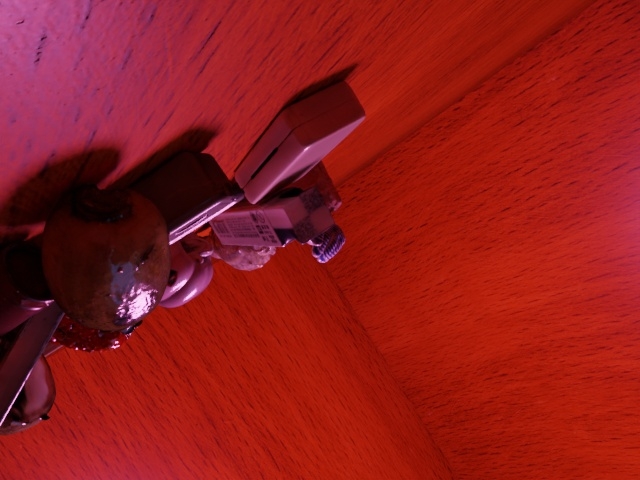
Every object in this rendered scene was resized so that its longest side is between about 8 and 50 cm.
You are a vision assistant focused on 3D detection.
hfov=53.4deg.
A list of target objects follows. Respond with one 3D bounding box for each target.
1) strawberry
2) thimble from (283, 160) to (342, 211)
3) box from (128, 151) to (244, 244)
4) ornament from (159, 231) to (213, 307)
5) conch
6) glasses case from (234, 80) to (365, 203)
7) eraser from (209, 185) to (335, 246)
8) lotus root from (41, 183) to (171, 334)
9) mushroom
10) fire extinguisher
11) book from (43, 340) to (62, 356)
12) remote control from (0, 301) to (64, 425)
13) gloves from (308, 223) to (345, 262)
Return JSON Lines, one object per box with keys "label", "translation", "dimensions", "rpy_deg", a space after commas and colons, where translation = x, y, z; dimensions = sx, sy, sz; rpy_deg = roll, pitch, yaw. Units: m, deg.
{"label": "strawberry", "translation": [-0.401, 0.113, 1.102], "dimensions": [0.184, 0.201, 0.187], "rpy_deg": [-49, 160, 3]}
{"label": "thimble", "translation": [-0.075, -0.106, 1.605], "dimensions": [0.239, 0.162, 0.239], "rpy_deg": [-29, 178, -1]}
{"label": "box", "translation": [-0.210, -0.060, 0.931], "dimensions": [0.172, 0.093, 0.124], "rpy_deg": [-31, -179, 10]}
{"label": "ornament", "translation": [-0.308, 0.046, 1.335], "dimensions": [0.177, 0.177, 0.177], "rpy_deg": [-32, 180, 0]}
{"label": "conch", "translation": [-0.226, -0.018, 1.778], "dimensions": [0.291, 0.159, 0.210], "rpy_deg": [14, -157, 34]}
{"label": "glasses case", "translation": [-0.049, -0.169, 1.167], "dimensions": [0.144, 0.076, 0.336], "rpy_deg": [-32, 180, -27]}
{"label": "eraser", "translation": [-0.124, -0.051, 1.396], "dimensions": [0.096, 0.098, 0.404], "rpy_deg": [-35, -163, -27]}
{"label": "lotus root", "translation": [-0.270, 0.043, 0.821], "dimensions": [0.154, 0.154, 0.278], "rpy_deg": [-32, 155, -32]}
{"label": "mushroom", "translation": [-0.586, 0.246, 1.081], "dimensions": [0.212, 0.217, 0.292], "rpy_deg": [-27, 179, -20]}
{"label": "fire extinguisher", "translation": [-0.471, 0.109, 0.861], "dimensions": [0.269, 0.105, 0.105], "rpy_deg": [-32, 180, 19]}
{"label": "book", "translation": [-0.585, 0.184, 1.482], "dimensions": [0.191, 0.025, 0.269], "rpy_deg": [-32, -161, 15]}
{"label": "remote control", "translation": [-0.444, 0.168, 0.923], "dimensions": [0.145, 0.050, 0.344], "rpy_deg": [-2, -120, 60]}
{"label": "gloves", "translation": [0.002, -0.006, 1.592], "dimensions": [0.229, 0.119, 0.097], "rpy_deg": [-61, 166, -78]}
